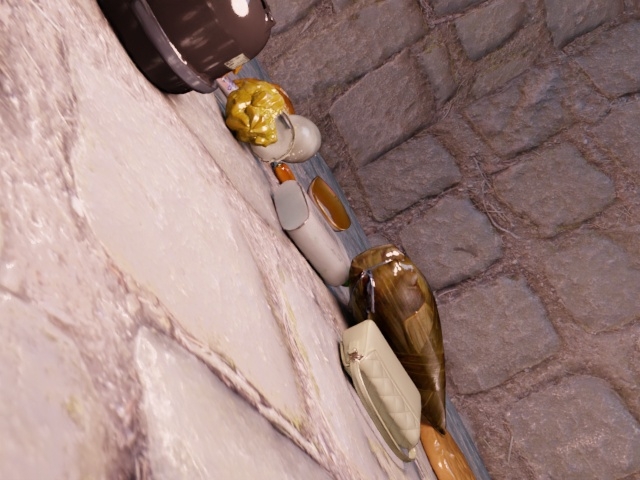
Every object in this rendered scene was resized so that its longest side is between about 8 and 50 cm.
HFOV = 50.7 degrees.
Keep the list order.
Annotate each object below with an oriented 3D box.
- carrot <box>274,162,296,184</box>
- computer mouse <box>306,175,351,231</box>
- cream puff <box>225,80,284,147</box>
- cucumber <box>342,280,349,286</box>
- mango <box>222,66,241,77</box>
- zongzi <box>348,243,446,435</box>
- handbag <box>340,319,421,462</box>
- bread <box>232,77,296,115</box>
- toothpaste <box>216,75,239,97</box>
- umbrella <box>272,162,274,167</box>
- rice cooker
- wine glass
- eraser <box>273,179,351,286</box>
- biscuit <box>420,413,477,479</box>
[{"bbox_3d":[-0.059,-0.115,1.878,0.248,0.043,0.043,59,6,-29],"label":"carrot"},{"bbox_3d":[0.018,-0.098,1.843,0.158,0.072,0.310,55,4,-5],"label":"computer mouse"},{"bbox_3d":[-0.151,-0.285,1.538,0.121,0.156,0.156,14,31,-26],"label":"cream puff"},{"bbox_3d":[0.000,0.000,1.756,0.284,0.056,0.056,58,7,-1],"label":"cucumber"},{"bbox_3d":[-0.249,-0.447,1.306,0.287,0.201,0.152,69,-16,-15],"label":"mango"},{"bbox_3d":[0.209,0.241,1.595,0.403,0.208,0.432,66,2,-69],"label":"zongzi"},{"bbox_3d":[0.118,0.297,1.299,0.256,0.079,0.219,57,18,-19],"label":"handbag"},{"bbox_3d":[-0.144,-0.372,1.962,0.260,0.134,0.129,57,8,-22],"label":"bread"},{"bbox_3d":[-0.252,-0.413,1.760,0.194,0.043,0.067,48,16,-37],"label":"toothpaste"},{"bbox_3d":[-0.151,-0.235,1.837,0.122,0.013,0.022,52,32,-57],"label":"umbrella"},{"bbox_3d":[-0.211,-0.380,1.113,0.267,0.224,0.267,59,8,-14],"label":"rice cooker"},{"bbox_3d":[-0.086,-0.269,1.766,0.143,0.143,0.321,60,15,4],"label":"wine glass"},{"bbox_3d":[-0.017,-0.015,1.587,0.227,0.081,0.174,55,13,-42],"label":"eraser"},{"bbox_3d":[0.361,0.608,1.768,0.385,0.062,0.365,55,7,-34],"label":"biscuit"}]
